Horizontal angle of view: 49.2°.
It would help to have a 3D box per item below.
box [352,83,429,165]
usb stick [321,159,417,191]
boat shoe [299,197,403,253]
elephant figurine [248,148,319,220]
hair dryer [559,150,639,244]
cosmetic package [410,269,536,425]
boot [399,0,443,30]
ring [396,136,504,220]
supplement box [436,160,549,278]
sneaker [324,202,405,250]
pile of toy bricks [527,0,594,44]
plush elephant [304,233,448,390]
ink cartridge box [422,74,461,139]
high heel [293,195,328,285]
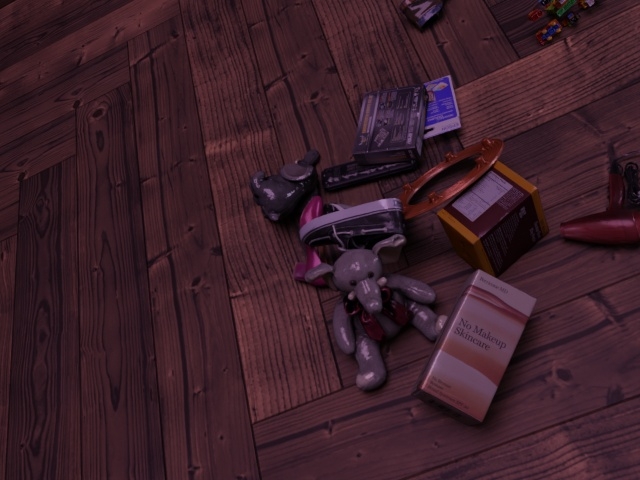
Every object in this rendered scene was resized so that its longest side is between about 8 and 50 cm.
[{"bbox_3d":[0.198,-0.323,1.954,0.183,0.056,0.230,-4,57,26],"label":"box"},{"bbox_3d":[0.136,-0.202,1.972,0.278,0.045,0.077,-14,62,17],"label":"usb stick"},{"bbox_3d":[0.075,-0.014,1.727,0.307,0.113,0.104,-15,72,33],"label":"boat shoe"},{"bbox_3d":[-0.071,-0.162,1.989,0.240,0.169,0.185,-26,80,-10],"label":"elephant figurine"},{"bbox_3d":[0.692,-0.076,1.627,0.294,0.080,0.223,-30,36,-1],"label":"hair dryer"},{"bbox_3d":[0.332,0.233,1.520,0.153,0.129,0.296,26,72,6],"label":"cosmetic package"},{"bbox_3d":[0.369,-0.744,2.200,0.219,0.082,0.106,-29,74,1],"label":"boot"},{"bbox_3d":[0.303,-0.159,1.744,0.337,0.032,0.336,-35,11,8],"label":"ring"},{"bbox_3d":[0.409,-0.042,1.646,0.194,0.191,0.129,-41,50,-2],"label":"supplement box"},{"bbox_3d":[0.109,-0.041,1.864,0.108,0.100,0.272,-21,30,-38],"label":"sneaker"},{"bbox_3d":[0.673,-0.662,1.980,0.212,0.118,0.105,-41,19,8],"label":"pile of toy bricks"},{"bbox_3d":[0.119,0.127,1.637,0.272,0.255,0.329,-30,52,6],"label":"plush elephant"},{"bbox_3d":[0.290,-0.355,1.993,0.207,0.045,0.208,-15,53,17],"label":"ink cartridge box"},{"bbox_3d":[0.000,0.000,1.865,0.117,0.082,0.243,5,74,38],"label":"high heel"}]
